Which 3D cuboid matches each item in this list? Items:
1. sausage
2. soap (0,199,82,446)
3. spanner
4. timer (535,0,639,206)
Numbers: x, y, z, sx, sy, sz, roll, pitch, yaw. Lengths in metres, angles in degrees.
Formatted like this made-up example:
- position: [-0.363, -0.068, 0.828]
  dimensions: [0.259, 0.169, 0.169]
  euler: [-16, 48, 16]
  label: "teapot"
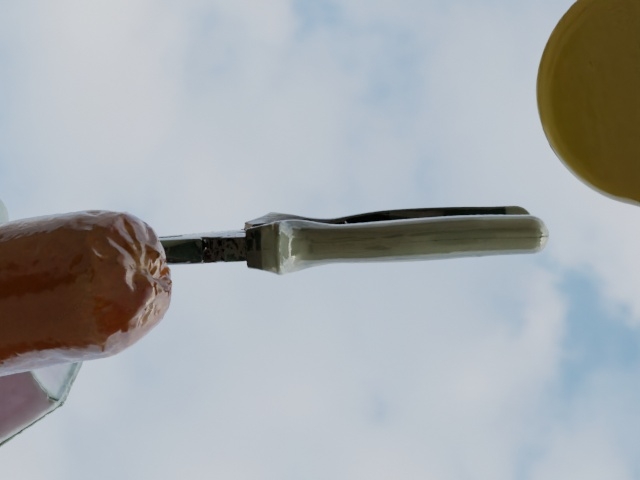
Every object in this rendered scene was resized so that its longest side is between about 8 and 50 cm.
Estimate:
- position: [-0.158, 0.029, 0.917]
  dimensions: [0.197, 0.076, 0.076]
  euler: [-11, -103, 28]
  label: "sausage"
- position: [-0.334, 0.078, 1.454]
  dimensions: [0.261, 0.446, 0.156]
  euler: [-32, -78, -12]
  label: "soap"
- position: [0.000, 0.000, 1.367]
  dimensions: [0.324, 0.095, 0.040]
  euler: [-3, -84, -5]
  label: "spanner"
- position: [0.344, -0.014, 1.073]
  dimensions: [0.376, 0.376, 0.387]
  euler: [-10, -69, 33]
  label: "timer"
